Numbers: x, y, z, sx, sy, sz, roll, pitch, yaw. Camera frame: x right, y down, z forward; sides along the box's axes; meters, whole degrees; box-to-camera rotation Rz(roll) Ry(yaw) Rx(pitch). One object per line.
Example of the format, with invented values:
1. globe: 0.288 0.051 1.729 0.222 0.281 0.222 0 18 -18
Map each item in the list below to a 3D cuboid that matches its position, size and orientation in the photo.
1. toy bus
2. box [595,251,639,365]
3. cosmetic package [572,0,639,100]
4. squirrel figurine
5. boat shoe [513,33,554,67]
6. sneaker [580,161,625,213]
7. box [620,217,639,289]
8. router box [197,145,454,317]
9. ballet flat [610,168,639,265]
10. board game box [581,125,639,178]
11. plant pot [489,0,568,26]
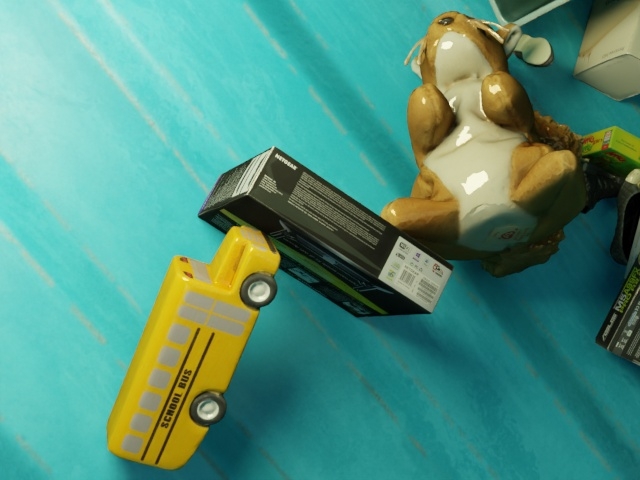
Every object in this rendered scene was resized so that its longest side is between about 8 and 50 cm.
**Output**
1. toy bus: -0.169 0.138 1.303 0.130 0.108 0.333 20 102 -17
2. box: 0.621 0.102 1.634 0.216 0.060 0.270 24 96 -10
3. cosmetic package: 0.571 -0.421 1.713 0.113 0.160 0.309 24 75 -18
4. squirrel figurine: 0.257 -0.156 1.519 0.397 0.281 0.370 36 37 -54
5. boat shoe: 0.360 -0.313 1.630 0.049 0.137 0.043 -45 115 6
6. sneaker: 0.473 -0.084 1.697 0.170 0.051 0.089 22 86 -24
7. box: 0.604 0.048 1.674 0.145 0.038 0.186 13 95 -8
8. router box: 0.000 0.000 1.382 0.309 0.243 0.081 33 73 -17
9. ballet flat: 0.544 -0.040 1.690 0.057 0.049 0.173 -5 110 -25
10. board game box: 0.555 -0.139 1.712 0.181 0.092 0.043 22 75 -19
11. plant pot: 0.414 -0.535 1.619 0.252 0.247 0.248 -31 97 -39
